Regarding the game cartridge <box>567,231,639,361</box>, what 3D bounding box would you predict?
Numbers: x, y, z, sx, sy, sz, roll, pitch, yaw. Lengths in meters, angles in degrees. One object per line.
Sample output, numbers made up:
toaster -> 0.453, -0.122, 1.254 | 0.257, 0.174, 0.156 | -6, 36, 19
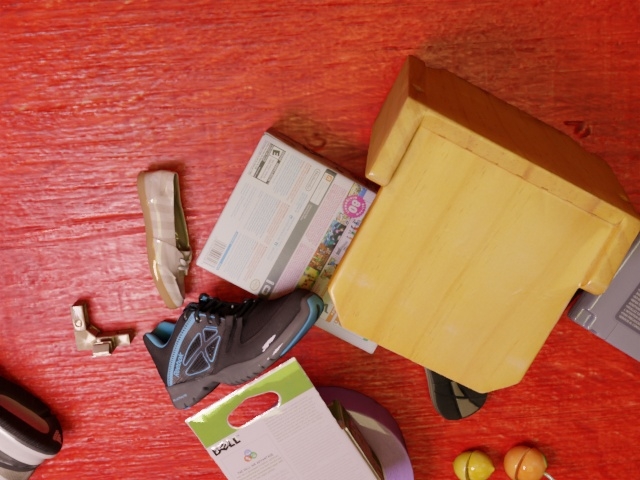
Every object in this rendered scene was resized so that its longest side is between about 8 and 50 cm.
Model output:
game cartridge -> 0.548, 0.105, 1.208 | 0.297, 0.062, 0.198 | 30, 96, -21

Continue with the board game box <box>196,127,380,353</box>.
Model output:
board game box -> 0.000, 0.000, 1.176 | 0.303, 0.097, 0.224 | 29, 101, -6

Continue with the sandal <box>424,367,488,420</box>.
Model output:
sandal -> 0.203, 0.149, 1.225 | 0.120, 0.086, 0.302 | -7, 117, -6

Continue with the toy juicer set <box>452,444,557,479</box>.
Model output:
toy juicer set -> 0.257, 0.463, 1.286 | 0.329, 0.089, 0.209 | -27, 102, 5

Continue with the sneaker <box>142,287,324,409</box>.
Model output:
sneaker -> -0.141, 0.139, 1.136 | 0.341, 0.125, 0.139 | -32, 92, 34

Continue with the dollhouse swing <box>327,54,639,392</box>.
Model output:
dollhouse swing -> 0.204, -0.022, 1.107 | 0.347, 0.315, 0.305 | 25, 117, -7

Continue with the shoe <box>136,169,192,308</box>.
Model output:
shoe -> -0.229, -0.001, 1.178 | 0.058, 0.076, 0.219 | -8, 100, 5

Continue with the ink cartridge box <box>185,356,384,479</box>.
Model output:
ink cartridge box -> -0.048, 0.297, 1.139 | 0.189, 0.097, 0.255 | -30, 105, 5

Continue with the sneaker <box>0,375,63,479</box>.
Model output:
sneaker -> -0.648, 0.266, 1.177 | 0.447, 0.169, 0.257 | 42, 96, -12

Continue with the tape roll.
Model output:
tape roll -> 0.011, 0.382, 1.262 | 0.275, 0.090, 0.274 | 0, 102, -1

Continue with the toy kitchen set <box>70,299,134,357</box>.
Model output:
toy kitchen set -> -0.344, 0.136, 1.208 | 0.083, 0.068, 0.075 | -6, 102, -1

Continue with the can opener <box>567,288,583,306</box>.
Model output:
can opener -> 0.377, 0.087, 1.221 | 0.073, 0.059, 0.186 | 37, 95, -2
